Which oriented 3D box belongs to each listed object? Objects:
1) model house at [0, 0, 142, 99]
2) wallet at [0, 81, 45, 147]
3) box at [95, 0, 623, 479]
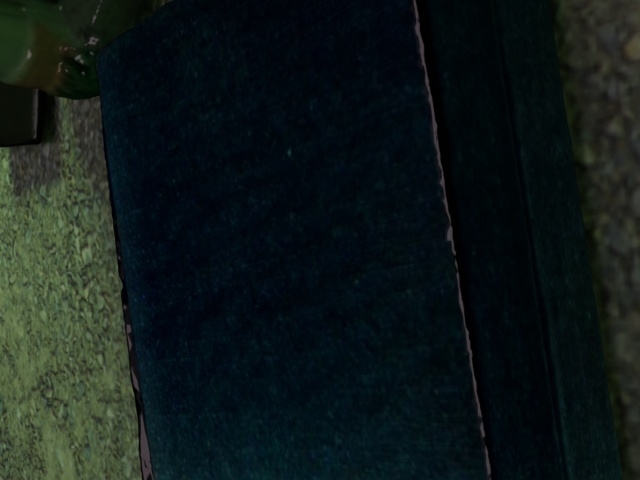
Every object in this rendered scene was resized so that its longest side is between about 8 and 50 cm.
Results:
[{"bbox_3d":[-0.292,-0.259,0.574,0.194,0.325,0.267,42,117,39],"label":"model house"},{"bbox_3d":[-0.307,-0.216,0.823,0.124,0.025,0.244,2,92,45],"label":"wallet"},{"bbox_3d":[0.000,0.000,0.441,0.261,0.116,0.279,-11,84,46],"label":"box"}]
